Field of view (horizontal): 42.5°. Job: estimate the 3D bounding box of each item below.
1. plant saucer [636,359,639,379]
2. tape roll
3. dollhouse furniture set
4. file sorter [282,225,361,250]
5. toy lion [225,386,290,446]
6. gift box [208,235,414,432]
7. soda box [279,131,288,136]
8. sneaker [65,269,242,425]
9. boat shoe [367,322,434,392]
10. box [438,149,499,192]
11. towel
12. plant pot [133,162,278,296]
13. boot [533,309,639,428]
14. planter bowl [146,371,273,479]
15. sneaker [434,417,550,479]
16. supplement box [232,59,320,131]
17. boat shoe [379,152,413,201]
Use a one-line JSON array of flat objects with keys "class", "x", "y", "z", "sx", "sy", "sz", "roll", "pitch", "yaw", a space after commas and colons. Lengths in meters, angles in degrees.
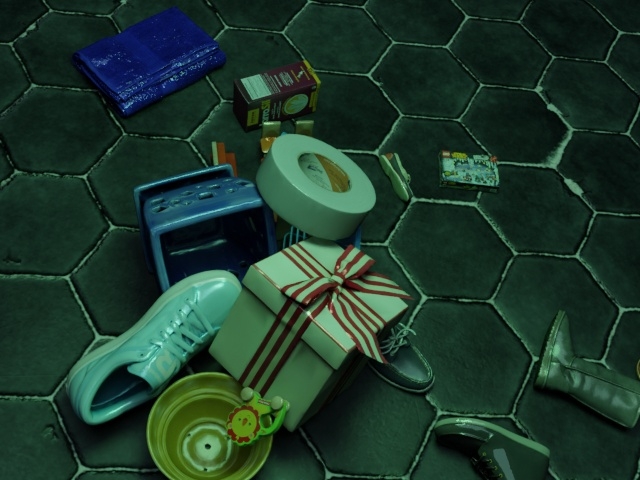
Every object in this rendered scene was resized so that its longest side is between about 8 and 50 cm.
[{"class": "plant saucer", "x": 0.687, "y": 0.274, "z": 1.687, "sx": 0.083, "sy": 0.013, "sz": 0.084, "roll": 5, "pitch": 55, "yaw": -7}, {"class": "tape roll", "x": -0.008, "y": -0.101, "z": 1.527, "sx": 0.219, "sy": 0.072, "sz": 0.219, "roll": 24, "pitch": 33, "yaw": -17}, {"class": "dollhouse furniture set", "x": -0.104, "y": -0.145, "z": 1.767, "sx": 0.259, "sy": 0.135, "sz": 0.262, "roll": -3, "pitch": 57, "yaw": -11}, {"class": "file sorter", "x": 0.000, "y": 0.000, "z": 1.652, "sx": 0.104, "sy": 0.170, "sz": 0.118, "roll": 17, "pitch": 54, "yaw": -18}, {"class": "toy lion", "x": -0.111, "y": 0.304, "z": 1.394, "sx": 0.100, "sy": 0.034, "sz": 0.096, "roll": 9, "pitch": 70, "yaw": 30}, {"class": "gift box", "x": 0.003, "y": 0.155, "z": 1.473, "sx": 0.276, "sy": 0.258, "sz": 0.255, "roll": 37, "pitch": 33, "yaw": 12}, {"class": "soda box", "x": -0.010, "y": -0.131, "z": 1.695, "sx": 0.210, "sy": 0.067, "sz": 0.071, "roll": 30, "pitch": 50, "yaw": 0}, {"class": "sneaker", "x": -0.275, "y": 0.202, "z": 1.448, "sx": 0.366, "sy": 0.135, "sz": 0.150, "roll": -39, "pitch": 31, "yaw": -5}, {"class": "boat shoe", "x": 0.123, "y": 0.193, "z": 1.610, "sx": 0.095, "sy": 0.079, "sz": 0.254, "roll": -35, "pitch": 68, "yaw": -28}, {"class": "box", "x": 0.344, "y": -0.161, "z": 1.916, "sx": 0.136, "sy": 0.027, "sz": 0.094, "roll": 5, "pitch": 55, "yaw": -5}, {"class": "towel", "x": -0.404, "y": -0.439, "z": 1.954, "sx": 0.308, "sy": 0.076, "sz": 0.227, "roll": -35, "pitch": 68, "yaw": -27}, {"class": "plant pot", "x": -0.229, "y": -0.007, "z": 1.590, "sx": 0.235, "sy": 0.236, "sz": 0.212, "roll": -18, "pitch": 38, "yaw": -20}, {"class": "boot", "x": 0.544, "y": 0.254, "z": 1.641, "sx": 0.208, "sy": 0.076, "sz": 0.190, "roll": 17, "pitch": 69, "yaw": 11}, {"class": "planter bowl", "x": -0.196, "y": 0.349, "z": 1.447, "sx": 0.217, "sy": 0.090, "sz": 0.217, "roll": 6, "pitch": 54, "yaw": -9}, {"class": "sneaker", "x": 0.307, "y": 0.405, "z": 1.495, "sx": 0.221, "sy": 0.083, "sz": 0.118, "roll": 17, "pitch": 56, "yaw": 2}, {"class": "supplement box", "x": -0.104, "y": -0.336, "z": 1.916, "sx": 0.188, "sy": 0.104, "sz": 0.081, "roll": -20, "pitch": 62, "yaw": -21}, {"class": "boat shoe", "x": 0.180, "y": -0.146, "z": 1.870, "sx": 0.043, "sy": 0.049, "sz": 0.137, "roll": -13, "pitch": 55, "yaw": -20}]
